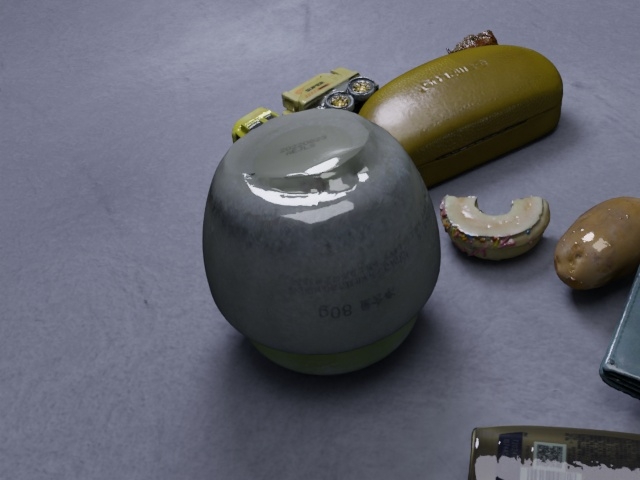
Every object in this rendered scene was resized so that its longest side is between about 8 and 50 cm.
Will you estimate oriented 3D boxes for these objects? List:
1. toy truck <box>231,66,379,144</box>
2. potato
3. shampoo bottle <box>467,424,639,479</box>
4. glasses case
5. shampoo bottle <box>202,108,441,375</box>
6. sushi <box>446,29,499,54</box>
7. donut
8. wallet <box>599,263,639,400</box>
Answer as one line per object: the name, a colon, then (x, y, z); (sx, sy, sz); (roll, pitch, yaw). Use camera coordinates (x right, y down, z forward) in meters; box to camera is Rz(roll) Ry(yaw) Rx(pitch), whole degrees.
toy truck: (-0.027, -0.194, 1.764); (0.272, 0.124, 0.157); (-36, 50, -26)
potato: (0.407, 0.006, 1.485); (0.178, 0.109, 0.118); (-33, 40, -26)
shampoo bottle: (0.350, 0.283, 1.220); (0.350, 0.084, 0.125); (2, 46, 11)
glasses case: (0.221, -0.217, 1.734); (0.371, 0.141, 0.173); (-24, 44, -16)
shampoo bottle: (0.000, 0.000, 1.411); (0.323, 0.317, 0.322); (-4, 46, 4)
sushi: (0.285, -0.356, 1.940); (0.120, 0.052, 0.055); (-30, 62, -18)
donut: (0.259, -0.015, 1.568); (0.166, 0.065, 0.108); (4, 44, 12)
wallet: (0.529, 0.135, 1.341); (0.291, 0.054, 0.251); (22, 51, 16)
